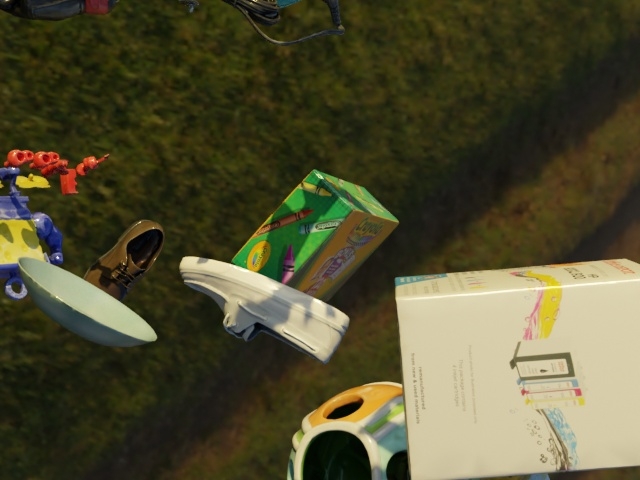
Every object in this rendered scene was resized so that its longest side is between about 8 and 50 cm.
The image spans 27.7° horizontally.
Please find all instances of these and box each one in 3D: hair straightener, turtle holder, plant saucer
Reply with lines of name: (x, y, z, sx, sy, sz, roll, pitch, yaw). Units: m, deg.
hair straightener: (-0.084, -0.229, 1.117, 0.089, 0.230, 0.047, -59, 180, -3)
turtle holder: (0.059, 0.337, 1.634, 0.227, 0.243, 0.320, 25, 84, -60)
plant saucer: (-0.291, 0.085, 1.580, 0.037, 0.195, 0.195, -59, 151, 4)

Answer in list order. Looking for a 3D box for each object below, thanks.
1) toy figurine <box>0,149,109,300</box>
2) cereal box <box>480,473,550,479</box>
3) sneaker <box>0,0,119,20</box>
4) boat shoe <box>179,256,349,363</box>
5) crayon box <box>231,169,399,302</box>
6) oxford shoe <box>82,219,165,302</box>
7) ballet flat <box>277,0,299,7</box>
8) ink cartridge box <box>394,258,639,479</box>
toy figurine: (-0.494, -0.016, 2.007, 0.362, 0.191, 0.217, -2, 82, -48)
cereal box: (0.214, 0.362, 1.478, 0.173, 0.047, 0.240, -50, 139, -25)
sneaker: (-0.344, -0.332, 1.509, 0.135, 0.276, 0.098, -22, 132, -22)
boat shoe: (-0.064, 0.071, 1.296, 0.066, 0.184, 0.063, 80, 33, -76)
crayon box: (0.000, 0.000, 1.789, 0.165, 0.081, 0.278, -48, 166, 9)
oxford shoe: (-0.352, 0.058, 2.258, 0.082, 0.096, 0.227, 36, 79, -20)
ballet flat: (-0.016, -0.311, 1.427, 0.206, 0.067, 0.073, -26, 137, -28)
ink cartridge box: (0.190, 0.113, 1.188, 0.171, 0.232, 0.168, -53, 138, -85)
